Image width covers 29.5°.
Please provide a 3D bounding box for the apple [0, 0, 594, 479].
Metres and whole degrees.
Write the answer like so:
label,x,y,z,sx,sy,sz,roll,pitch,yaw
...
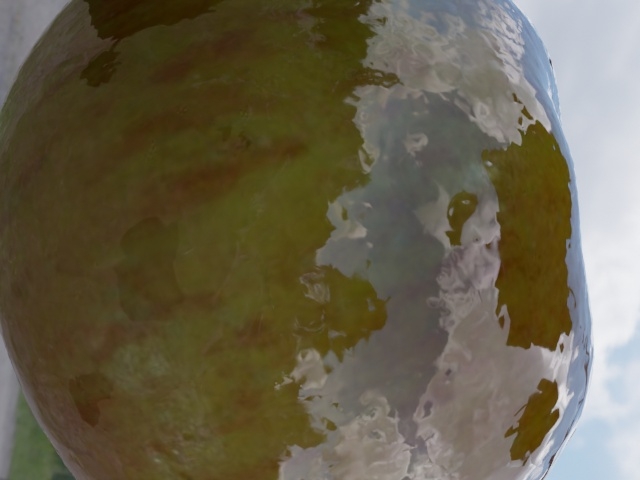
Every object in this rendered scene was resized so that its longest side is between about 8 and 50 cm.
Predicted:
label,x,y,z,sx,sy,sz,roll,pitch,yaw
apple,0.000,0.000,0.721,0.400,0.333,0.400,59,13,-22
